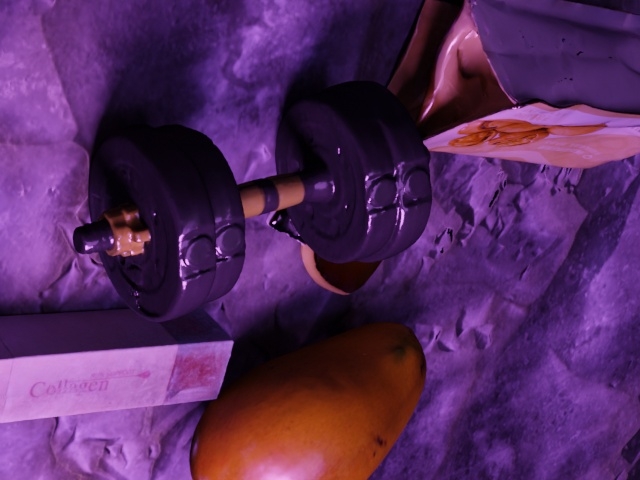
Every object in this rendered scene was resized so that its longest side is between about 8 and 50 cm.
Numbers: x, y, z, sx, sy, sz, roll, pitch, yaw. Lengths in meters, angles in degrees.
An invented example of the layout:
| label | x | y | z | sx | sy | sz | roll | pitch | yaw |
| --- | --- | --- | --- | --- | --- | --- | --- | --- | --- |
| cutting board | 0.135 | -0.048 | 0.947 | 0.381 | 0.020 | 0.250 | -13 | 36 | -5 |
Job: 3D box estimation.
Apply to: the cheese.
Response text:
| label | x | y | z | sx | sy | sz | roll | pitch | yaw |
| --- | --- | --- | --- | --- | --- | --- | --- | --- | --- |
| cheese | 0.001 | 0.000 | 1.803 | 0.162 | 0.036 | 0.086 | 29 | 101 | -46 |

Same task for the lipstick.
| label | x | y | z | sx | sy | sz | roll | pitch | yaw |
| --- | --- | --- | --- | --- | --- | --- | --- | --- | --- |
| lipstick | -0.260 | 0.120 | 1.641 | 0.371 | 0.080 | 0.076 | -3 | 121 | -39 |

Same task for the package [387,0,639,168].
| label | x | y | z | sx | sy | sz | roll | pitch | yaw |
| --- | --- | --- | --- | --- | --- | --- | --- | --- | --- |
| package | 0.231 | -0.180 | 1.811 | 0.311 | 0.221 | 0.165 | 3 | 77 | -39 |

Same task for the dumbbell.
| label | x | y | z | sx | sy | sz | roll | pitch | yaw |
| --- | --- | --- | --- | --- | --- | --- | --- | --- | --- |
| dumbbell | -0.055 | -0.041 | 1.621 | 0.388 | 0.185 | 0.185 | -16 | 128 | -31 |

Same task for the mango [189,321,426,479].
| label | x | y | z | sx | sy | sz | roll | pitch | yaw |
| --- | --- | --- | --- | --- | --- | --- | --- | --- | --- |
| mango | -0.008 | 0.195 | 1.819 | 0.317 | 0.173 | 0.211 | -33 | 170 | -42 |
